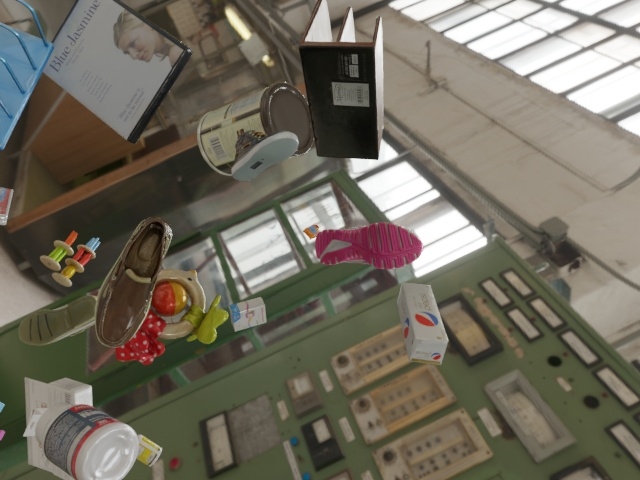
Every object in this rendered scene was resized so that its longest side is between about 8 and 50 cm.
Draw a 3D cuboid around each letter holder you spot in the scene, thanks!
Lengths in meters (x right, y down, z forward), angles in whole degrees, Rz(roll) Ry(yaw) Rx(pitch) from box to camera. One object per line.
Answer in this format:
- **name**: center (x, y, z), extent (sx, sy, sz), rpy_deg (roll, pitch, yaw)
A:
- **letter holder**: center (0.067, -0.366, 1.112), extent (0.301, 0.152, 0.214), rpy_deg (79, 21, -53)

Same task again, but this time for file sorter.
- **file sorter**: center (-0.444, -0.227, 0.624), extent (0.104, 0.118, 0.170), rpy_deg (144, -37, -71)

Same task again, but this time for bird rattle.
- **bird rattle**: center (-0.349, 0.168, 1.125), extent (0.143, 0.254, 0.206), rpy_deg (128, -50, -60)

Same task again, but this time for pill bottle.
- **pill bottle**: center (-0.413, 0.346, 0.856), extent (0.180, 0.108, 0.107), rpy_deg (6, -47, 35)
- **pill bottle**: center (-0.566, 0.656, 1.557), extent (0.116, 0.065, 0.065), rpy_deg (40, 0, -12)

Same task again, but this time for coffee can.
- **coffee can**: center (-0.184, -0.310, 1.401), extent (0.202, 0.276, 0.201), rpy_deg (13, 73, -50)

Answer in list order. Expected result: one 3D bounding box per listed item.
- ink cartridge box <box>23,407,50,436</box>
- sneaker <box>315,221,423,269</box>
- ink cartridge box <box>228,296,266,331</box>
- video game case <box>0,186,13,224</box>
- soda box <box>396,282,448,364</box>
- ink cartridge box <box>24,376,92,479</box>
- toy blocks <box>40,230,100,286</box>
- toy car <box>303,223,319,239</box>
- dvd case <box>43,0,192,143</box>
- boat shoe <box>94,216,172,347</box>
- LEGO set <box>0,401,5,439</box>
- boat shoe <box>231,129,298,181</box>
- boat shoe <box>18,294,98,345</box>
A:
- **ink cartridge box**: center (-0.556, 0.366, 0.995), extent (0.028, 0.048, 0.083), rpy_deg (21, -5, 33)
- **sneaker**: center (0.117, 0.007, 1.109), extent (0.111, 0.253, 0.102), rpy_deg (-7, 98, -56)
- **ink cartridge box**: center (-0.262, 0.267, 1.786), extent (0.052, 0.123, 0.088), rpy_deg (-129, -149, -49)
- **video game case**: center (-0.820, -0.101, 1.037), extent (0.204, 0.285, 0.025), rpy_deg (39, -67, 55)
- **soda box**: center (0.228, 0.184, 1.127), extent (0.216, 0.074, 0.069), rpy_deg (-88, -174, -63)
- **ink cartridge box**: center (-0.817, 0.581, 1.543), extent (0.066, 0.261, 0.296), rpy_deg (-7, 98, -59)
- **toy blocks**: center (-0.631, 0.027, 1.264), extent (0.123, 0.054, 0.148), rpy_deg (89, 20, -49)
- **toy car**: center (0.000, 0.000, 1.378), extent (0.122, 0.040, 0.060), rpy_deg (53, 19, 23)
- **dvd case**: center (-0.350, -0.303, 0.826), extent (0.253, 0.180, 0.022), rpy_deg (38, 8, 17)
- **boat shoe**: center (-0.350, 0.072, 0.914), extent (0.095, 0.095, 0.257), rpy_deg (-15, -122, 67)
- **LEGO set**: center (-0.813, 0.374, 1.097), extent (0.093, 0.228, 0.087), rpy_deg (76, 20, -49)
- **boat shoe**: center (-0.115, -0.188, 0.964), extent (0.065, 0.183, 0.083), rpy_deg (18, 60, -41)
- **boat shoe**: center (-0.790, 0.255, 1.540), extent (0.103, 0.303, 0.113), rpy_deg (35, 38, -72)
